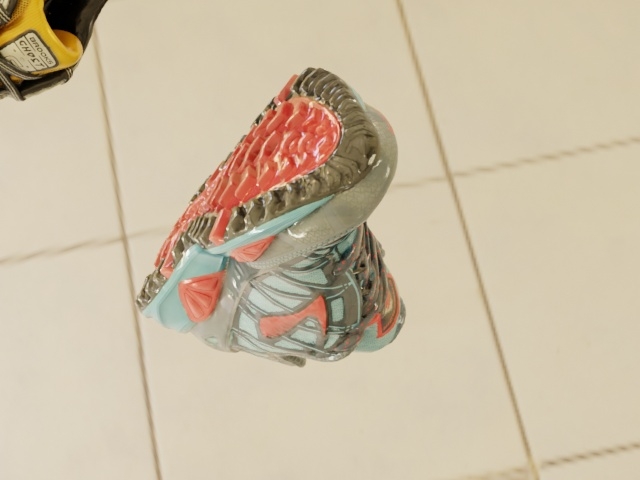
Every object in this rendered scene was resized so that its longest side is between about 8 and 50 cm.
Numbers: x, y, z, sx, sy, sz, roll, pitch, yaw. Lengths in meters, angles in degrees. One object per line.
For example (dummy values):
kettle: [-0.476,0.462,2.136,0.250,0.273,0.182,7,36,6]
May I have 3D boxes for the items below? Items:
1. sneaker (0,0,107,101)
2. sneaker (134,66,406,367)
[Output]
sneaker: [-0.156,-0.093,0.728,0.225,0.088,0.093,-45,55,-3]
sneaker: [0.000,0.000,0.876,0.125,0.262,0.104,29,68,-10]
